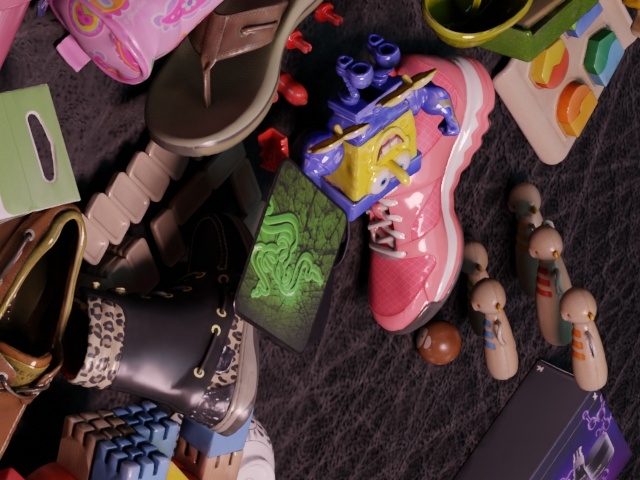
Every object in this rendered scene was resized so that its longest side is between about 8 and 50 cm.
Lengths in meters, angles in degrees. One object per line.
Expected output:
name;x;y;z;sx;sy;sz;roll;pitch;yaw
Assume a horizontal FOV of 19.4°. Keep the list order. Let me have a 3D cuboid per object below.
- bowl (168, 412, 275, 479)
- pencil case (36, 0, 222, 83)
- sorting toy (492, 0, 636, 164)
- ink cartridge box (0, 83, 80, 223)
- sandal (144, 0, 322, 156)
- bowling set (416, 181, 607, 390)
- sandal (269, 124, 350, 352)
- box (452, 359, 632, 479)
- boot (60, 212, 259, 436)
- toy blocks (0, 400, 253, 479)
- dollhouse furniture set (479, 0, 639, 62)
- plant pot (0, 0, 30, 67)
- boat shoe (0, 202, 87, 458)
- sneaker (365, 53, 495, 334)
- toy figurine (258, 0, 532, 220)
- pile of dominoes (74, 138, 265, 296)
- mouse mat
bowl;-0.101;0.249;1.956;0.170;0.080;0.170;-23;123;-41
pencil case;-0.119;-0.264;1.662;0.284;0.124;0.124;-50;138;-20
sorting toy;0.301;-0.217;2.228;0.208;0.038;0.193;-56;140;-13
ink cartridge box;-0.309;-0.059;1.544;0.209;0.062;0.109;-16;89;-45
sandal;-0.078;-0.209;1.734;0.302;0.120;0.086;-62;151;-21
bowling set;0.204;0.067;2.153;0.200;0.287;0.154;-16;119;-5
sandal;0.001;0.000;1.972;0.097;0.054;0.254;-17;120;-44
box;0.274;0.316;2.409;0.261;0.103;0.184;-53;137;-18
boot;-0.148;0.055;1.728;0.179;0.085;0.236;17;51;-28
toy blocks;-0.191;0.272;1.743;0.381;0.191;0.260;-9;121;-43
dollhouse furniture set;0.305;-0.290;1.986;0.151;0.302;0.197;-38;136;-35
plant pot;-0.308;-0.191;1.429;0.201;0.201;0.180;-20;138;-43
boat shoe;-0.288;0.099;1.645;0.111;0.104;0.307;1;107;-50
sneaker;0.083;-0.056;2.020;0.136;0.116;0.313;9;94;-40
toy figurine;0.046;-0.136;1.886;0.362;0.191;0.217;-39;147;-30
pile of dominoes;-0.157;-0.017;1.815;0.251;0.040;0.196;-50;138;-33
mouse mat;-0.025;0.019;1.750;0.190;0.007;0.152;39;67;-63
